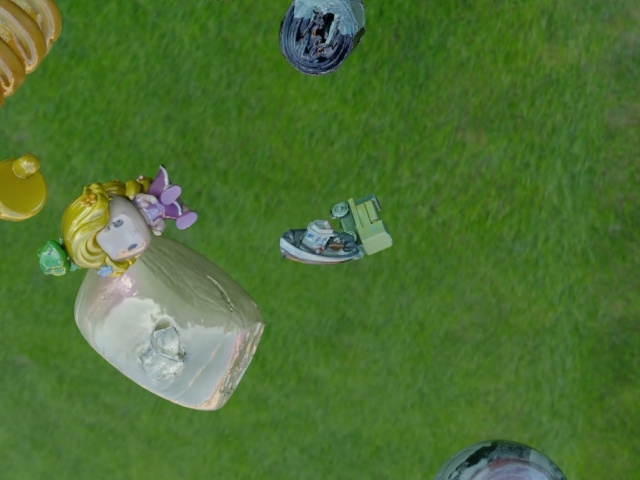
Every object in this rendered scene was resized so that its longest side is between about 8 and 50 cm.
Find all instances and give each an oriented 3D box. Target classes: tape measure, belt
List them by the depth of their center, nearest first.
[{"bbox_3d":[0.003,-0.284,1.485,0.105,0.058,0.140,26,130,5],"label":"belt"},{"bbox_3d":[0.305,0.482,1.945,0.256,0.275,0.147,55,166,-3],"label":"tape measure"}]

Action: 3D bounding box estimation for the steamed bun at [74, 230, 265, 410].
[{"bbox_3d":[-0.195,0.096,1.341,0.238,0.152,0.170,33,107,11],"label":"steamed bun"}]

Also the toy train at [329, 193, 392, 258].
[{"bbox_3d":[0.063,-0.023,1.756,0.081,0.122,0.050,-23,136,9],"label":"toy train"}]

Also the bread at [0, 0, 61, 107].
[{"bbox_3d":[-0.490,-0.267,1.556,0.173,0.311,0.121,41,158,-20],"label":"bread"}]

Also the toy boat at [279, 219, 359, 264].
[{"bbox_3d":[0.000,0.000,1.630,0.140,0.059,0.066,2,132,-36],"label":"toy boat"}]

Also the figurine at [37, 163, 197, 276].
[{"bbox_3d":[-0.213,-0.017,1.117,0.095,0.156,0.115,60,168,-21],"label":"figurine"}]

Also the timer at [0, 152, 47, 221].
[{"bbox_3d":[-0.503,-0.087,1.850,0.107,0.107,0.109,41,147,-24],"label":"timer"}]
